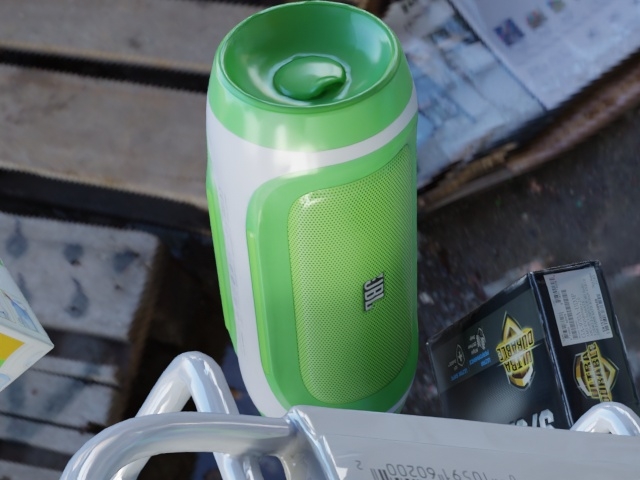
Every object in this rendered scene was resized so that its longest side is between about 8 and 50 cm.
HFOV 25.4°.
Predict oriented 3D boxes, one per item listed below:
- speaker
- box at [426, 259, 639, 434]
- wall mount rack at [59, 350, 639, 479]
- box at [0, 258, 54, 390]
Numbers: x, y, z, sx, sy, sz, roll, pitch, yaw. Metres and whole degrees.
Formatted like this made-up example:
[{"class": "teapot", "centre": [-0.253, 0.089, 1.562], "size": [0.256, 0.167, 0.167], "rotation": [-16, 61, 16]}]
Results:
[{"class": "speaker", "centre": [0.000, 0.000, 0.907], "size": [0.131, 0.296, 0.131], "rotation": [-2, 44, 2]}, {"class": "box", "centre": [0.140, 0.123, 0.923], "size": [0.051, 0.220, 0.175], "rotation": [-9, 78, -16]}, {"class": "wall mount rack", "centre": [0.067, 0.179, 0.459], "size": [0.130, 0.350, 0.304], "rotation": [-57, 39, 31]}, {"class": "box", "centre": [-0.278, 0.041, 0.882], "size": [0.114, 0.203, 0.103], "rotation": [-40, 64, 6]}]
